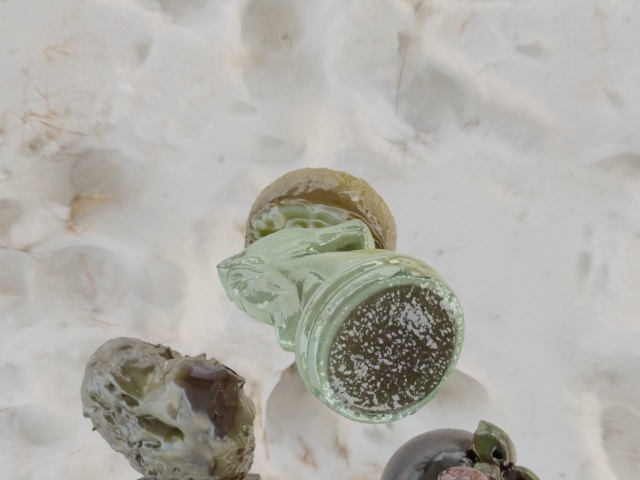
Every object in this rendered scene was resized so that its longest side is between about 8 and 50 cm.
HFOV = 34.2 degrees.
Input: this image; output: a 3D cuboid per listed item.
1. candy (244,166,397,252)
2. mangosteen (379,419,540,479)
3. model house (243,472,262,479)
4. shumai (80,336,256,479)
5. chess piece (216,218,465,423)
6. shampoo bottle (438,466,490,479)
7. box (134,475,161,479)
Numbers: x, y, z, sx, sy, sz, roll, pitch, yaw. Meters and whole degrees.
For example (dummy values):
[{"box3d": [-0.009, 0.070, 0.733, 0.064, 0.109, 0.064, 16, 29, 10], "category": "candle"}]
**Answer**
[{"box3d": [0.000, 0.000, 1.720, 0.260, 0.118, 0.259, 5, 127, 7], "category": "candy"}, {"box3d": [0.255, 0.493, 1.940, 0.311, 0.311, 0.311, 0, 85, 0], "category": "mangosteen"}, {"box3d": [-0.161, 0.505, 1.912, 0.176, 0.248, 0.180, 29, 48, -19], "category": "model house"}, {"box3d": [-0.236, 0.301, 1.745, 0.346, 0.283, 0.217, 46, 74, -12], "category": "shumai"}, {"box3d": [0.011, 0.056, 1.108, 0.176, 0.298, 0.175, -10, 114, -23], "category": "chess piece"}, {"box3d": [0.155, 0.389, 1.208, 0.064, 0.102, 0.260, -5, 110, -20], "category": "shampoo bottle"}, {"box3d": [-0.208, 0.310, 0.716, 0.073, 0.289, 0.290, 39, 57, 7], "category": "box"}]
